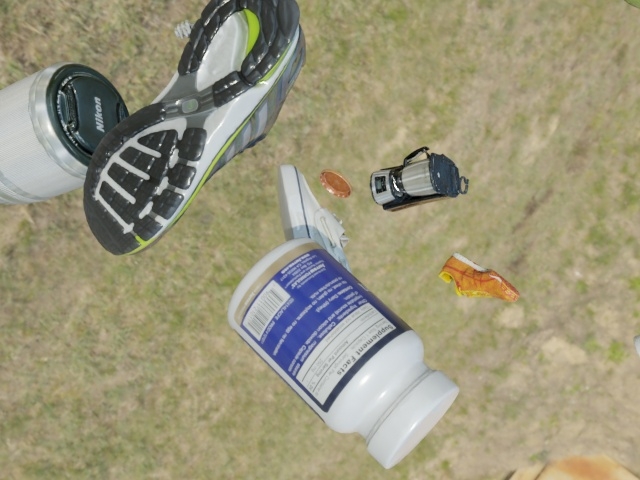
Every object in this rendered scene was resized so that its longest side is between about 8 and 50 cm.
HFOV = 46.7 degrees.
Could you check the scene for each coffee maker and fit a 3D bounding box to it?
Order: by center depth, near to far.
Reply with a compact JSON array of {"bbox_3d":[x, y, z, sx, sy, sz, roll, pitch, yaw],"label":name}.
[{"bbox_3d":[0.232,-0.127,1.768,0.171,0.178,0.120,38,53,-39],"label":"coffee maker"}]

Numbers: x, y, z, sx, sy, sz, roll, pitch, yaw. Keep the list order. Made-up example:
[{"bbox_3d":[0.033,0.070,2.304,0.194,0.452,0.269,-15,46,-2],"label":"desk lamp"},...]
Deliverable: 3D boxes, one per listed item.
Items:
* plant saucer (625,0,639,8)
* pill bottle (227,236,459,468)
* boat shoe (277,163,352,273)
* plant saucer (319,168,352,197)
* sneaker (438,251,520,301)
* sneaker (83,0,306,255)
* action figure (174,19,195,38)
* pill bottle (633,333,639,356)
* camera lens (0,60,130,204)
[{"bbox_3d":[0.682,-0.573,1.452,0.241,0.241,0.037,-62,-167,16],"label":"plant saucer"},{"bbox_3d":[0.026,0.132,0.886,0.153,0.265,0.153,-39,158,-20],"label":"pill bottle"},{"bbox_3d":[0.000,0.000,1.125,0.088,0.267,0.096,-12,154,-13],"label":"boat shoe"},{"bbox_3d":[0.035,-0.128,1.649,0.013,0.084,0.083,-55,156,-27],"label":"plant saucer"},{"bbox_3d":[0.273,0.077,1.270,0.064,0.175,0.067,34,87,-31],"label":"sneaker"},{"bbox_3d":[-0.109,-0.102,0.720,0.300,0.111,0.121,-48,162,9],"label":"sneaker"},{"bbox_3d":[-0.191,-0.378,1.459,0.141,0.164,0.275,60,30,-69],"label":"action figure"},{"bbox_3d":[0.638,0.163,1.283,0.169,0.094,0.094,-33,164,30],"label":"pill bottle"},{"bbox_3d":[-0.508,-0.194,1.379,0.219,0.274,0.219,34,49,-51],"label":"camera lens"}]
